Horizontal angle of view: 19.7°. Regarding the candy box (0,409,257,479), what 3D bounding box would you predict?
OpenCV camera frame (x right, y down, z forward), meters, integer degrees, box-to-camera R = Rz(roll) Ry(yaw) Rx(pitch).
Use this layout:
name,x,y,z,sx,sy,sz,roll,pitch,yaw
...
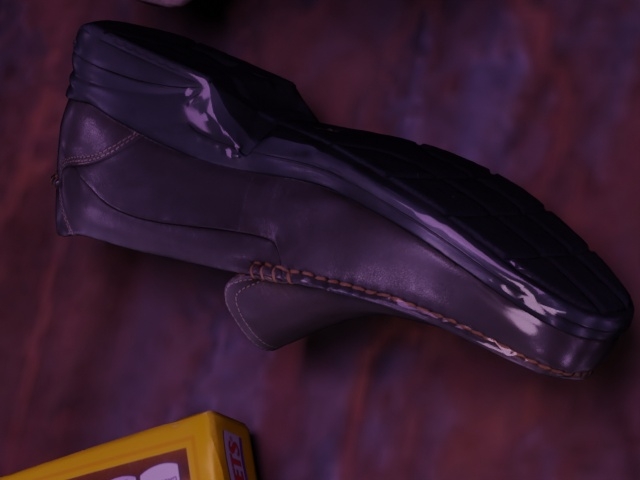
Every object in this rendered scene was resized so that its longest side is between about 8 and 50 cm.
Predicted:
name,x,y,z,sx,sy,sz,roll,pitch,yaw
candy box,-0.105,0.123,0.476,0.206,0.027,0.105,-20,67,17

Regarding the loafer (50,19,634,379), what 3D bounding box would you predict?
name,x,y,z,sx,sy,sz,roll,pitch,yaw
loafer,0.000,0.000,0.466,0.170,0.062,0.061,28,106,34

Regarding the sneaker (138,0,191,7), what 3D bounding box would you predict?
name,x,y,z,sx,sy,sz,roll,pitch,yaw
sneaker,0.028,-0.130,0.481,0.252,0.103,0.111,-19,67,24
